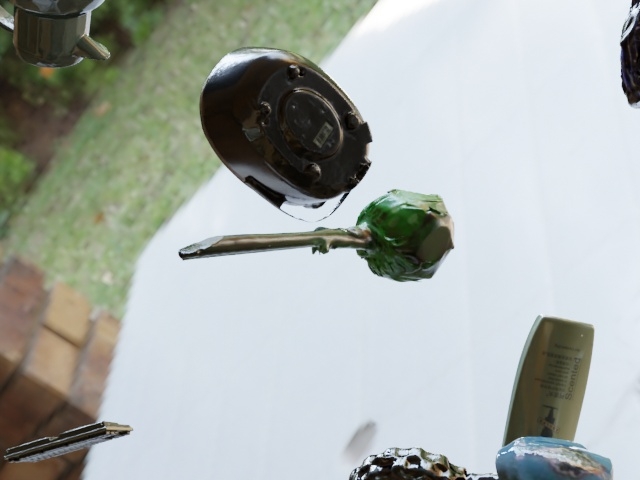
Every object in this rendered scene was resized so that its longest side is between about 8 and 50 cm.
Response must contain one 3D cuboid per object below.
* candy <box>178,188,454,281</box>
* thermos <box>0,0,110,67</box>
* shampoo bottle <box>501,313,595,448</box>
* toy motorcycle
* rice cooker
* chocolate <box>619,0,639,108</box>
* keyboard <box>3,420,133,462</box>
[{"bbox_3d":[-0.002,0.000,1.465,0.097,0.323,0.097,4,95,47],"label":"candy"},{"bbox_3d":[-0.294,-0.326,1.675,0.145,0.182,0.286,-51,-23,-54],"label":"thermos"},{"bbox_3d":[0.219,0.180,1.558,0.049,0.072,0.212,-167,86,-77],"label":"shampoo bottle"},{"bbox_3d":[0.201,0.314,1.352,0.232,0.416,0.172,-26,23,27],"label":"toy motorcycle"},{"bbox_3d":[-0.032,-0.114,1.665,0.118,0.203,0.142,0,53,59],"label":"rice cooker"},{"bbox_3d":[0.400,-0.341,1.973,0.126,0.343,0.148,-16,2,-3],"label":"chocolate"},{"bbox_3d":[-0.252,0.203,1.588,0.129,0.049,0.015,-18,70,24],"label":"keyboard"}]
